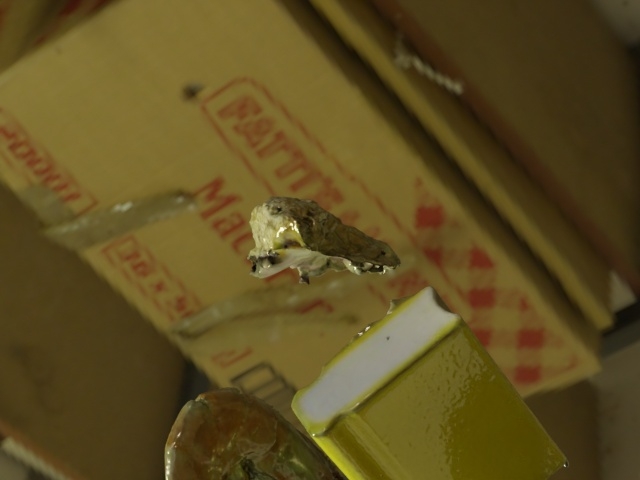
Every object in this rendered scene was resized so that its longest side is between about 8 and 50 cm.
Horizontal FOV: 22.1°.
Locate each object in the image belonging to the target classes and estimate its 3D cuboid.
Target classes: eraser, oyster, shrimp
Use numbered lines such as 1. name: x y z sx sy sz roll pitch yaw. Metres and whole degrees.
1. eraser: 0.094 0.162 1.397 0.226 0.158 0.069 52 180 -36
2. oyster: -0.004 0.001 1.473 0.209 0.133 0.072 6 -98 -51
3. shrimp: -0.045 0.234 1.535 0.267 0.061 0.145 34 -116 -44
